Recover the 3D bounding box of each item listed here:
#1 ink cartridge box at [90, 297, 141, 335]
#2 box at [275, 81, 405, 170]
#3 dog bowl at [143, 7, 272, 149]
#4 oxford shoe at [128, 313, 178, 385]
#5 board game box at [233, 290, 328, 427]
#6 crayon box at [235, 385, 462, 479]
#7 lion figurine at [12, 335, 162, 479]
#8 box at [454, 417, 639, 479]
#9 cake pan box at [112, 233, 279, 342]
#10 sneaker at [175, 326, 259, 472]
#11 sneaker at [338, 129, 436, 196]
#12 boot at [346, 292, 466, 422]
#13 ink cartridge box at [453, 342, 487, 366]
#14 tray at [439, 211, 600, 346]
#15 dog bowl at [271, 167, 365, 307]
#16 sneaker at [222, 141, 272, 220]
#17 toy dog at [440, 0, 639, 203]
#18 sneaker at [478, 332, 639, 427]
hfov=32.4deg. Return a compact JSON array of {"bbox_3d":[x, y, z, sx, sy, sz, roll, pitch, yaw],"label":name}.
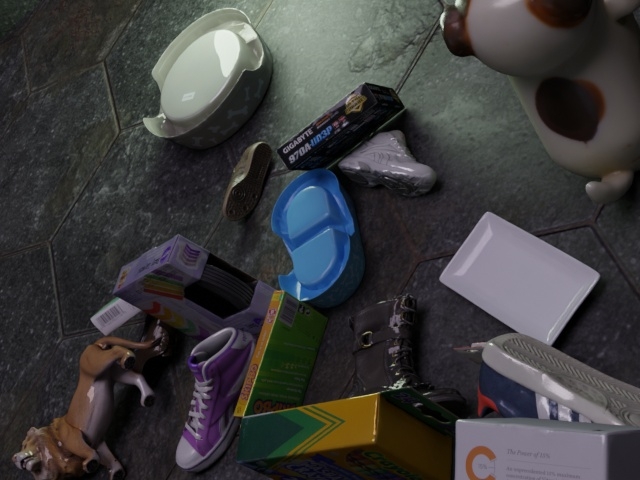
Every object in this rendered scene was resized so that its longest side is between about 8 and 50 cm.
[{"bbox_3d":[-0.356,0.094,2.272,0.181,0.056,0.224,-35,10,20],"label":"ink cartridge box"},{"bbox_3d":[0.041,-0.214,2.111,0.220,0.175,0.051,-36,80,20],"label":"box"},{"bbox_3d":[-0.257,-0.365,2.550,0.349,0.102,0.348,-25,48,31],"label":"dog bowl"},{"bbox_3d":[-0.315,0.197,2.240,0.096,0.083,0.227,28,93,42],"label":"oxford shoe"},{"bbox_3d":[-0.070,0.231,1.940,0.039,0.124,0.259,-6,59,43],"label":"board game box"},{"bbox_3d":[0.057,0.319,1.696,0.323,0.203,0.083,-17,53,35],"label":"crayon box"},{"bbox_3d":[-0.460,0.329,2.213,0.240,0.142,0.392,27,89,46],"label":"lion figurine"},{"bbox_3d":[0.295,0.399,1.359,0.215,0.168,0.345,-3,83,43],"label":"box"},{"bbox_3d":[-0.222,0.100,2.032,0.267,0.246,0.070,-25,42,52],"label":"cake pan box"},{"bbox_3d":[-0.212,0.283,2.014,0.102,0.161,0.282,29,86,48],"label":"sneaker"},{"bbox_3d":[0.134,-0.155,2.044,0.232,0.090,0.115,18,73,47],"label":"sneaker"},{"bbox_3d":[0.131,0.191,1.802,0.263,0.091,0.229,-14,55,40],"label":"boot"},{"bbox_3d":[0.261,0.173,1.666,0.063,0.115,0.029,-9,56,48],"label":"ink cartridge box"},{"bbox_3d":[0.317,0.063,1.761,0.145,0.030,0.270,-54,40,-1],"label":"tray"},{"bbox_3d":[0.000,0.000,2.074,0.166,0.074,0.297,-32,46,24],"label":"dog bowl"},{"bbox_3d":[-0.160,-0.120,2.332,0.071,0.066,0.188,-9,51,60],"label":"sneaker"},{"bbox_3d":[0.355,-0.286,1.675,0.285,0.408,0.395,-2,62,43],"label":"toy dog"},{"bbox_3d":[0.365,0.265,1.524,0.350,0.131,0.148,31,118,38],"label":"sneaker"}]
